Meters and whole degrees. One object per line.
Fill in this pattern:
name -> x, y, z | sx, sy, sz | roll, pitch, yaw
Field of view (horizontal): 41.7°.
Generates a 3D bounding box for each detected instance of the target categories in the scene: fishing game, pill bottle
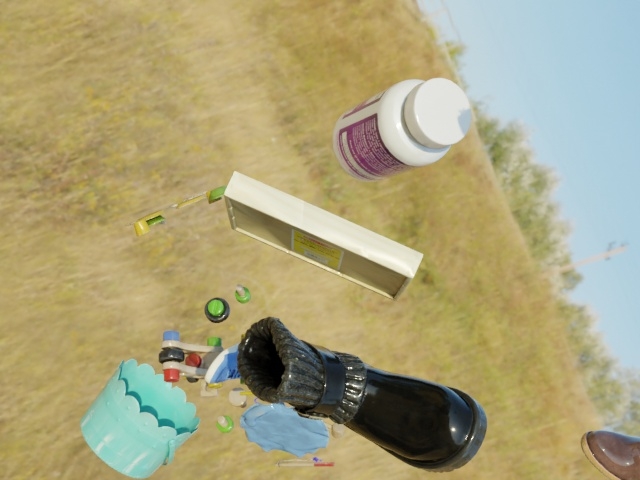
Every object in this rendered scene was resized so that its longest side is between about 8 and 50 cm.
fishing game -> -0.072, 0.379, 1.706 | 0.041, 0.189, 0.264 | -77, 153, -46
pill bottle -> 0.159, -0.218, 1.648 | 0.301, 0.169, 0.169 | -12, -82, 64

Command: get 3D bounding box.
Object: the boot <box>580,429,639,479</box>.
boot -> 0.567, 0.318, 1.331 | 0.090, 0.248, 0.207 | -79, -164, -50

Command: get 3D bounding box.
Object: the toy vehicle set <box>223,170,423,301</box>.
toy vehicle set -> 0.000, 0.000, 1.144 | 0.166, 0.266, 0.035 | 103, 11, -75

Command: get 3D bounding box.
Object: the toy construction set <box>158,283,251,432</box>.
toy construction set -> -0.209, 0.314, 1.935 | 0.309, 0.257, 0.237 | 60, -8, 24

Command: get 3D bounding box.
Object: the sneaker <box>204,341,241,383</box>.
sneaker -> -0.141, 0.237, 1.540 | 0.084, 0.058, 0.152 | 36, 27, 15

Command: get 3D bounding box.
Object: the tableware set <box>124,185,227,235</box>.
tableware set -> -0.209, -0.043, 1.246 | 0.104, 0.154, 0.024 | -6, -73, 61

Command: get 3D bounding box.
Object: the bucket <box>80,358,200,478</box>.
bucket -> -0.468, 0.465, 2.174 | 0.281, 0.183, 0.281 | 40, 7, -6

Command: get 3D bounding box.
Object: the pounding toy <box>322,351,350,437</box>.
pounding toy -> 0.026, 0.420, 2.255 | 0.094, 0.181, 0.206 | 106, -32, -47

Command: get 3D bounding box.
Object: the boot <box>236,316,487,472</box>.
boot -> 0.050, 0.230, 1.263 | 0.260, 0.348, 0.131 | 34, 71, -35
